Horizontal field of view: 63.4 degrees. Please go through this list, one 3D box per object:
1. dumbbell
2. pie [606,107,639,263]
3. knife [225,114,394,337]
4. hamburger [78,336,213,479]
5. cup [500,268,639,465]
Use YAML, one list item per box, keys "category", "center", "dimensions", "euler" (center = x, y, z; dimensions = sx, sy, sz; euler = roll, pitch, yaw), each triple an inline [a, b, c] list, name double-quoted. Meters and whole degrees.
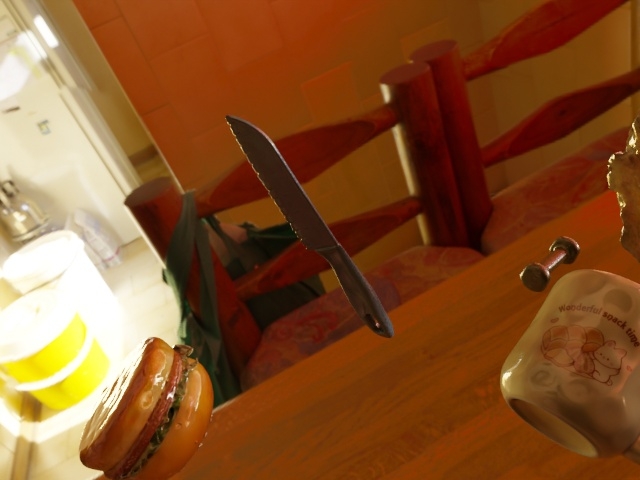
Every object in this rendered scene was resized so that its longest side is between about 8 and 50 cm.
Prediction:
- category: "dumbbell"
  center: [0.378, 0.038, 0.852]
  dimensions: [0.118, 0.052, 0.046]
  euler: [-31, 57, -31]
- category: "pie"
  center: [0.380, -0.020, 0.412]
  dimensions: [0.083, 0.339, 0.339]
  euler: [-23, 32, -14]
- category: "knife"
  center: [0.000, 0.000, 0.529]
  dimensions: [0.045, 0.313, 0.019]
  euler: [-9, 38, 35]
- category: "hamburger"
  center: [-0.276, 0.291, 0.875]
  dimensions: [0.246, 0.170, 0.246]
  euler: [-46, 20, 23]
- category: "cup"
  center: [0.389, 0.190, 0.690]
  dimensions: [0.255, 0.173, 0.202]
  euler: [38, 75, 5]
